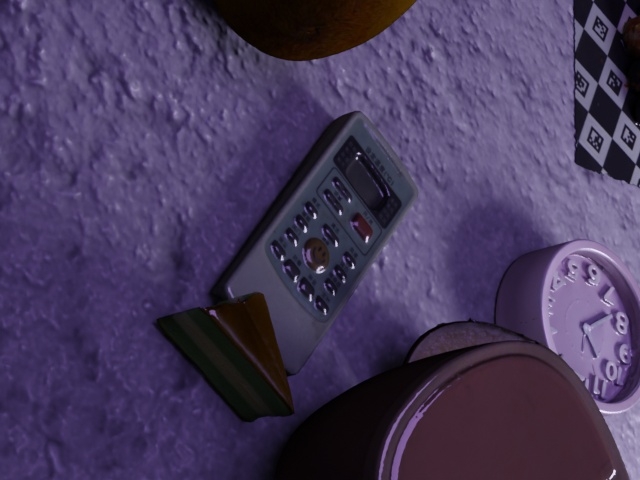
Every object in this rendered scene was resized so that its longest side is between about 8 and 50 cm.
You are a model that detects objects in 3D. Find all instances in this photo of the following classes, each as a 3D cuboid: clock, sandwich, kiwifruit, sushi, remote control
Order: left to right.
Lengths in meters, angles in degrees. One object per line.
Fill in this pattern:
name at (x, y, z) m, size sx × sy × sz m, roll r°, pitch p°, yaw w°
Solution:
sandwich at (-0.084, 0.112, 1.495) m, size 0.074 × 0.074 × 0.116 m, roll -15°, pitch 88°, yaw -48°
remote control at (0.000, 0.000, 1.637) m, size 0.123 × 0.038 × 0.285 m, roll 53°, pitch 47°, yaw -19°
kiwifruit at (0.006, -0.276, 1.596) m, size 0.196 × 0.234 × 0.196 m, roll 29°, pitch 50°, yaw -40°
clock at (0.282, 0.100, 1.857) m, size 0.197 × 0.068 × 0.197 m, roll 16°, pitch 67°, yaw -40°
sushi at (0.416, -0.200, 2.098) m, size 0.264 × 0.050 × 0.290 m, roll 18°, pitch 65°, yaw -39°

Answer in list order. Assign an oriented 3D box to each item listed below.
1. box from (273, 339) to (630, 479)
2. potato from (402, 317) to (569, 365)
box at (0.111, 0.248, 1.515) m, size 0.301 × 0.216 × 0.301 m, roll 7°, pitch 76°, yaw -32°
potato at (0.174, 0.157, 1.695) m, size 0.202 × 0.182 × 0.117 m, roll 29°, pitch 20°, yaw 0°
